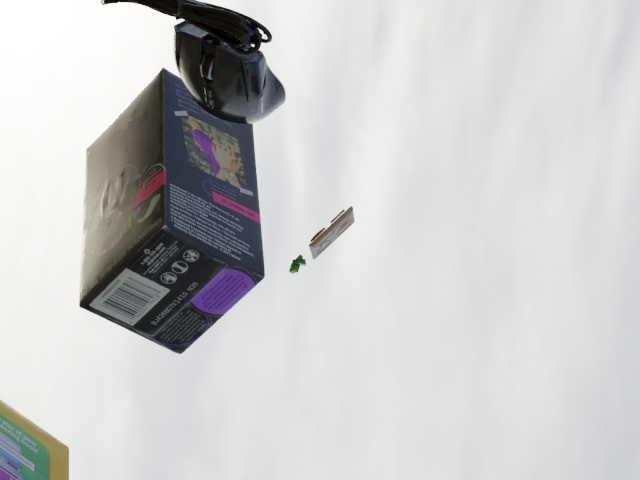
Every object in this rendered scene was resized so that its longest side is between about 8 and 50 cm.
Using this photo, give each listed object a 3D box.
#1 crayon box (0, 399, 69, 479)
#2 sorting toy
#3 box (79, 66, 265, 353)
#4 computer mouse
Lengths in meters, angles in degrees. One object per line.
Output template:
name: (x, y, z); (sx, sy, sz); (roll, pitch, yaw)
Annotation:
crayon box: (-0.474, 0.290, 2.011); (0.106, 0.363, 0.313); (-39, -150, 16)
sorting toy: (0.000, 0.000, 1.581); (0.012, 0.083, 0.062); (46, -8, 10)
box: (-0.173, -0.036, 1.865); (0.165, 0.143, 0.270); (-42, -145, 30)
computer mouse: (-0.129, -0.175, 1.526); (0.060, 0.184, 0.262); (-64, 173, -8)
